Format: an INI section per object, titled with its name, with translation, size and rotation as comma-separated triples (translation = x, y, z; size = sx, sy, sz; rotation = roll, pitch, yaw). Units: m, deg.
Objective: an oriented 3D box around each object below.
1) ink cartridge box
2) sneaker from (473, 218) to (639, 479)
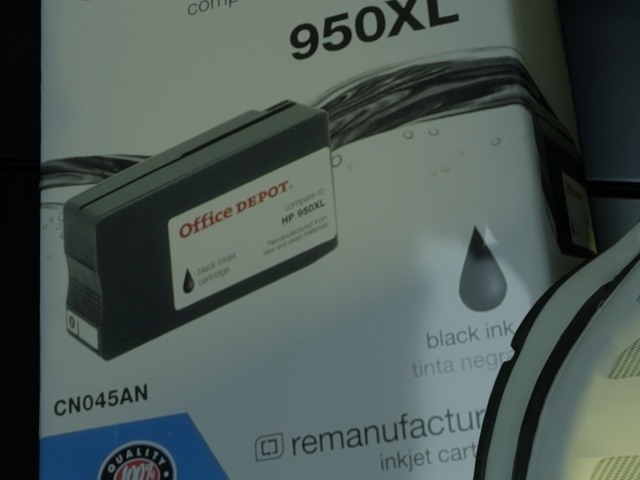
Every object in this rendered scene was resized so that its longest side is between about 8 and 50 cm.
[ink cartridge box]
translation = 0.000, 0.000, 0.701
size = 0.285, 0.166, 0.395
rotation = -12, 69, 20
[sneaker]
translation = 0.220, 0.013, 0.466
size = 0.169, 0.257, 0.448
rotation = 35, 60, -7
